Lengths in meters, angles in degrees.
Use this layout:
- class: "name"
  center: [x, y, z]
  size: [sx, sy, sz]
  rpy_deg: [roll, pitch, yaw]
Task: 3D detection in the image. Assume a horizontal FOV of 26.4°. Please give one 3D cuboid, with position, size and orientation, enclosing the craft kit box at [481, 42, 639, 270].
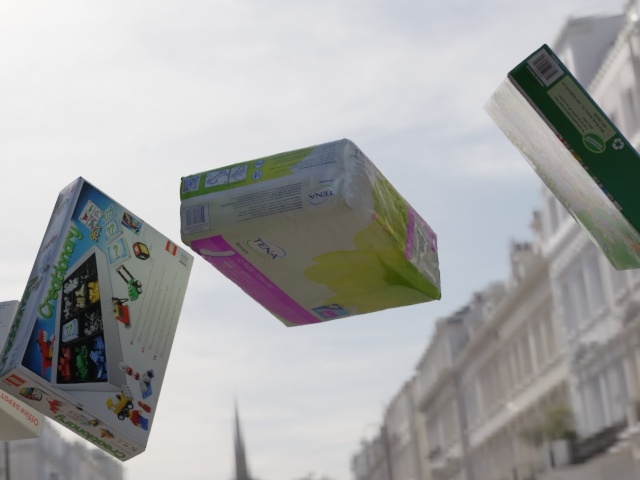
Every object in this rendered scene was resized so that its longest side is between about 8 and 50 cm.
- class: "craft kit box"
  center: [0.279, -0.079, 1.442]
  size: [0.061, 0.250, 0.246]
  rpy_deg: [-39, -3, 2]

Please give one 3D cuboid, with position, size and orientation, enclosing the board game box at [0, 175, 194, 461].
- class: "board game box"
  center: [-0.264, 0.090, 1.646]
  size: [0.193, 0.305, 0.053]
  rpy_deg: [38, -49, -27]

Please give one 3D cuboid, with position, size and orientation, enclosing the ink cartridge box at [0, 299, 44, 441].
- class: "ink cartridge box"
  center: [-0.399, 0.169, 1.757]
  size: [0.063, 0.150, 0.109]
  rpy_deg: [-9, -35, 23]

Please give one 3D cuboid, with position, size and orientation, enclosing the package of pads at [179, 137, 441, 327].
- class: "package of pads"
  center: [0.000, 0.000, 1.636]
  size: [0.229, 0.101, 0.296]
  rpy_deg: [-12, -29, 24]
